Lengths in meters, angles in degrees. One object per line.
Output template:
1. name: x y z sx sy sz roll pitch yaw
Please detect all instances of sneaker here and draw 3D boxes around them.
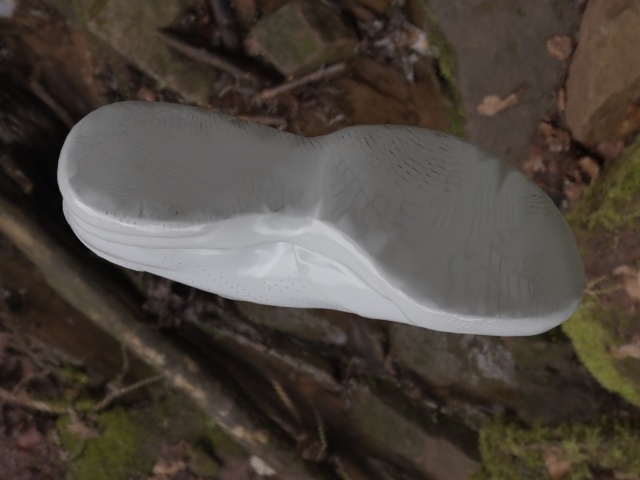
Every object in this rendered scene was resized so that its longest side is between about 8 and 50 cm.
1. sneaker: 0.000 0.000 0.418 0.212 0.080 0.094 13 152 -4
